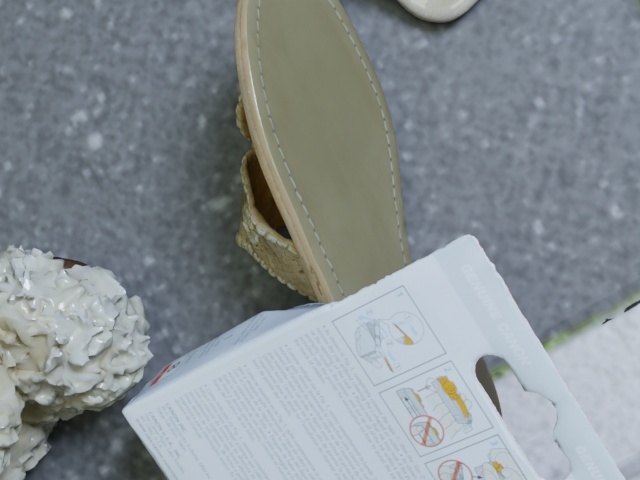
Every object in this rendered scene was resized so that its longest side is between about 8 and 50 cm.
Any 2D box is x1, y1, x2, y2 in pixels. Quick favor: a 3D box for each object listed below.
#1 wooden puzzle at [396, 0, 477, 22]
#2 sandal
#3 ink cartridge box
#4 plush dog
[{"bbox_3d":[0.050,-0.242,0.426,0.221,0.044,0.239,-46,115,6],"label":"wooden puzzle"},{"bbox_3d":[-0.004,0.002,0.465,0.079,0.088,0.240,-19,97,41],"label":"sandal"},{"bbox_3d":[0.025,0.086,0.428,0.179,0.045,0.145,-29,98,26],"label":"ink cartridge box"},{"bbox_3d":[-0.225,0.095,0.429,0.262,0.225,0.210,8,89,11],"label":"plush dog"}]
